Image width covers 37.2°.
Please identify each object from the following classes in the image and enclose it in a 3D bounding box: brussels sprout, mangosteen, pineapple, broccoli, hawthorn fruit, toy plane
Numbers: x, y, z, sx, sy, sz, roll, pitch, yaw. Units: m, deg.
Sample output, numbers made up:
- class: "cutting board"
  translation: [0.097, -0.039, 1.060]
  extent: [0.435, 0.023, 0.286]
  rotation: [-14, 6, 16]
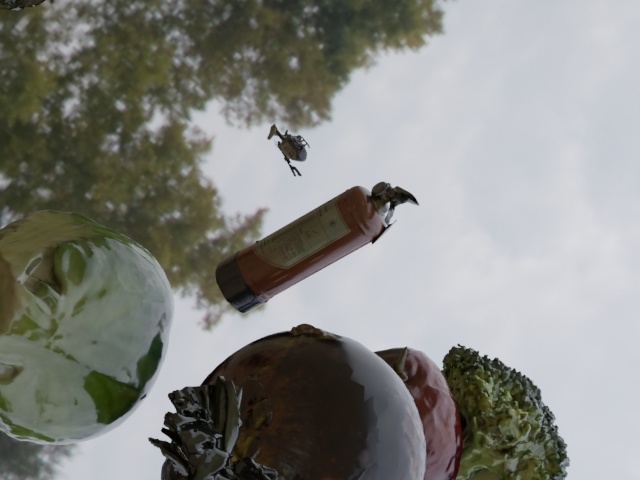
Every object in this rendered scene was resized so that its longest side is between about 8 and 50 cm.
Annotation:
- class: "brussels sprout"
  translation: [-0.263, 0.084, 0.926]
  extent: [0.210, 0.271, 0.219]
  rotation: [27, -91, 22]
- class: "mangosteen"
  translation: [-0.004, 0.172, 0.689]
  extent: [0.192, 0.217, 0.192]
  rotation: [-18, -130, 23]
- class: "pineapple"
  translation: [-0.051, 0.150, 0.489]
  extent: [0.074, 0.074, 0.159]
  rotation: [-27, -116, 34]
- class: "broccoli"
  translation: [0.163, 0.314, 1.317]
  extent: [0.275, 0.396, 0.353]
  rotation: [144, -37, -68]
- class: "hawthorn fruit"
  translation: [0.093, 0.229, 1.210]
  extent: [0.189, 0.251, 0.190]
  rotation: [-3, -136, 3]
- class: "toy plane"
  translation: [-0.053, -0.155, 1.559]
  extent: [0.121, 0.031, 0.049]
  rotation: [54, -52, 38]

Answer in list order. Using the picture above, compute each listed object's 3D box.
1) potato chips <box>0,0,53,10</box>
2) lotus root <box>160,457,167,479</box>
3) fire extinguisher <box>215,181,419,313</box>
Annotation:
- class: "potato chips"
  translation: [-0.324, -0.303, 0.881]
  extent: [0.202, 0.220, 0.029]
  rotation: [-38, -136, 7]
- class: "lotus root"
  translation: [-0.077, 0.276, 0.941]
  extent: [0.275, 0.160, 0.152]
  rotation: [177, -87, -66]
- class: "fire extinguisher"
  translation: [0.000, 0.000, 0.762]
  extent: [0.177, 0.050, 0.062]
  rotation: [-30, -157, 17]
